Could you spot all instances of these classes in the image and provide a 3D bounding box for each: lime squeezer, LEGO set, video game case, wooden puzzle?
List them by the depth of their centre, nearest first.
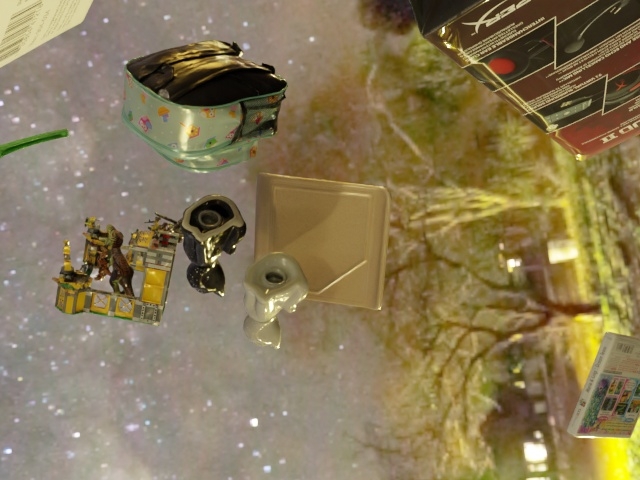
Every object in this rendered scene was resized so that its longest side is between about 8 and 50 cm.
[{"bbox_3d":[0.402,0.198,1.092,0.157,0.019,0.143,14,-82,-43],"label":"video game case"},{"bbox_3d":[-0.560,-0.113,1.332,0.310,0.110,0.058,-52,-31,-32],"label":"lime squeezer"},{"bbox_3d":[0.000,0.000,1.390,0.044,0.239,0.220,-50,-34,-65],"label":"wooden puzzle"},{"bbox_3d":[-0.389,0.016,1.631,0.331,0.255,0.192,-73,-2,-69],"label":"LEGO set"}]

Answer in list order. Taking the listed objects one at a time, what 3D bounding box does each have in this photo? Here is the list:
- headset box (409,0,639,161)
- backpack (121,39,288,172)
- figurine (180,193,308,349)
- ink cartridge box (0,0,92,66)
[{"bbox_3d":[0.160,-0.200,0.583,0.293,0.110,0.218,17,-128,-51],"label":"headset box"},{"bbox_3d":[-0.162,-0.174,1.053,0.188,0.166,0.144,-19,-41,-48],"label":"backpack"},{"bbox_3d":[-0.125,0.064,1.247,0.092,0.215,0.209,-39,-17,-30],"label":"figurine"},{"bbox_3d":[-0.232,-0.166,0.443,0.115,0.198,0.273,45,-133,-5],"label":"ink cartridge box"}]
